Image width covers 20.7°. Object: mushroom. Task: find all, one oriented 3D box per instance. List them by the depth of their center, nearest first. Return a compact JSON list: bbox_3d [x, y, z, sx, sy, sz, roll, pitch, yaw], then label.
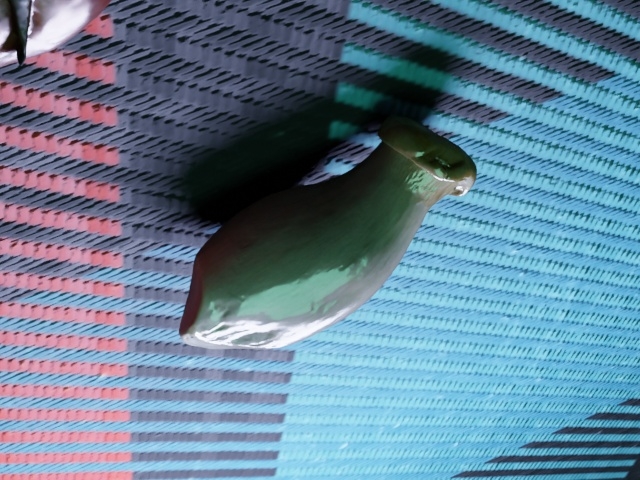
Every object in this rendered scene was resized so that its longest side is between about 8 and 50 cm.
[{"bbox_3d":[-0.001,-0.001,1.094,0.212,0.088,0.097,-36,123,4],"label":"mushroom"}]

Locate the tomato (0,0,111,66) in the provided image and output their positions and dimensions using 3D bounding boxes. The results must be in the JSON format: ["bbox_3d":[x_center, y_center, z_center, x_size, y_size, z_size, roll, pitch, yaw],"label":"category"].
[{"bbox_3d":[-0.141,-0.135,0.658,0.228,0.101,0.228,-21,153,-11],"label":"tomato"}]
